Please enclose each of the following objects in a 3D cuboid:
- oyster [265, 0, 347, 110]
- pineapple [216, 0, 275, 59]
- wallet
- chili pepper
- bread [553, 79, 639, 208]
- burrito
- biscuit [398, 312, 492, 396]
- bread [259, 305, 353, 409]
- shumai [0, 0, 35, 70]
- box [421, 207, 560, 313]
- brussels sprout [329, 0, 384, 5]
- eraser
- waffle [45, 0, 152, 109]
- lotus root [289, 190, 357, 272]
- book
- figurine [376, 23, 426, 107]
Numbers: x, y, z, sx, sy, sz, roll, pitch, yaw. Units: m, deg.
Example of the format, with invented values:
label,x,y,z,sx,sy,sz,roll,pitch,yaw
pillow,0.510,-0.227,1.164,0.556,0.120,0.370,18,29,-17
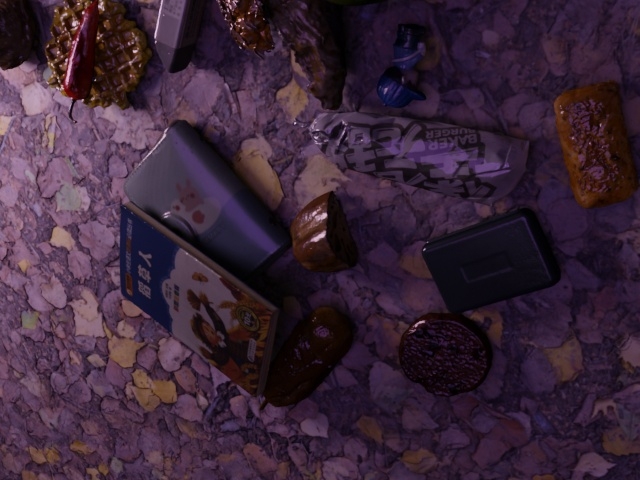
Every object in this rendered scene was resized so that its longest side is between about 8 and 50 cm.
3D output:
label,x,y,z,sx,sy,sz,roll,pitch,yaw
oyster,-0.013,-0.405,1.528,0.110,0.166,0.341,-5,97,29
pineapple,-0.146,-0.427,1.532,0.076,0.225,0.224,-22,102,-2
wallet,-0.256,-0.054,1.812,0.360,0.083,0.252,48,117,1
chili pepper,-0.494,-0.368,1.748,0.059,0.050,0.267,27,114,15
bread,0.468,-0.161,1.437,0.114,0.083,0.210,-13,106,24
burrito,0.158,-0.164,1.566,0.446,0.101,0.139,12,126,17
biscuit,0.251,0.230,1.716,0.192,0.049,0.192,6,110,16
bread,-0.048,0.276,1.849,0.124,0.084,0.344,40,122,5
shumai,-0.724,-0.460,1.802,0.166,0.175,0.205,-36,90,31
box,0.320,0.040,1.603,0.230,0.050,0.160,-21,101,30
brussels sprout,0.098,-0.545,1.338,0.371,0.276,0.314,-41,72,21
eraser,-0.253,-0.494,1.624,0.061,0.089,0.351,25,118,9
waffle,-0.473,-0.396,1.783,0.238,0.059,0.243,29,118,11
lotus root,-0.001,0.001,1.713,0.135,0.095,0.159,-28,91,34
book,-0.275,0.129,1.835,0.428,0.039,0.300,33,139,20
figurine,0.151,-0.311,1.524,0.086,0.087,0.149,39,130,51
